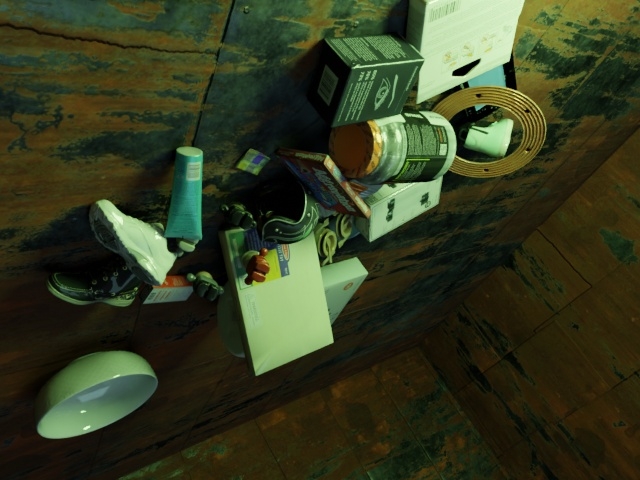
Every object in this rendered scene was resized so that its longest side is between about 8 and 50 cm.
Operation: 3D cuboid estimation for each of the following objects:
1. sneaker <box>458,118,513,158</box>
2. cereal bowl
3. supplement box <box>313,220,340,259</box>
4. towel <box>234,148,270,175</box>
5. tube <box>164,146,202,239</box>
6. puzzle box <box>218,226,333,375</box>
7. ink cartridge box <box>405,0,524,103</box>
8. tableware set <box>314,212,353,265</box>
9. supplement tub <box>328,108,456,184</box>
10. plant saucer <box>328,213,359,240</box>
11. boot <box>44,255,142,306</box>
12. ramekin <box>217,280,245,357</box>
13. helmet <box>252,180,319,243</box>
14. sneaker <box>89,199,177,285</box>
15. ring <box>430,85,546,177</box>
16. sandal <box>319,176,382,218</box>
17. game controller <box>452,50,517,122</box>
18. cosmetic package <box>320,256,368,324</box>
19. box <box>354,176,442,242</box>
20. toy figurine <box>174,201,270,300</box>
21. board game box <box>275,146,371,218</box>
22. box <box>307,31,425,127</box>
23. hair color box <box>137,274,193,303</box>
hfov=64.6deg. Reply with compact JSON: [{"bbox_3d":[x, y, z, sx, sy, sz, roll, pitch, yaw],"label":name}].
[{"bbox_3d":[0.532,-0.352,1.638,0.256,0.151,0.094,-54,160,-56],"label":"sneaker"},{"bbox_3d":[-0.671,0.433,1.501,0.338,0.141,0.339,-27,154,-15],"label":"cereal bowl"},{"bbox_3d":[0.000,0.000,1.608,0.083,0.083,0.056,-42,153,16],"label":"supplement box"},{"bbox_3d":[-0.160,-0.184,1.194,0.060,0.009,0.083,-44,152,18],"label":"towel"},{"bbox_3d":[-0.285,-0.093,1.076,0.080,0.052,0.207,6,118,-13],"label":"tube"},{"bbox_3d":[-0.116,0.138,1.426,0.272,0.409,0.052,-15,-170,-32],"label":"puzzle box"},{"bbox_3d":[0.332,-0.487,1.166,0.296,0.066,0.261,-27,148,-13],"label":"ink cartridge box"},{"bbox_3d":[0.054,-0.018,1.540,0.194,0.039,0.128,-47,135,-43],"label":"tableware set"},{"bbox_3d":[0.185,-0.240,1.291,0.316,0.194,0.194,-8,144,-43],"label":"supplement tub"},{"bbox_3d":[0.106,-0.052,1.698,0.194,0.037,0.195,-27,154,-15],"label":"plant saucer"},{"bbox_3d":[-0.485,0.065,1.167,0.178,0.085,0.236,-45,152,12],"label":"boot"},{"bbox_3d":[-0.204,0.228,1.560,0.135,0.277,0.277,4,135,-41],"label":"ramekin"},{"bbox_3d":[-0.084,-0.071,1.306,0.161,0.169,0.169,-10,148,-14],"label":"helmet"},{"bbox_3d":[-0.401,-0.012,1.101,0.115,0.090,0.232,-60,137,-35],"label":"sneaker"},{"bbox_3d":[0.470,-0.310,1.464,0.336,0.032,0.337,11,143,8],"label":"ring"},{"bbox_3d":[0.057,-0.149,1.449,0.265,0.076,0.102,-26,146,32],"label":"sandal"},{"bbox_3d":[0.461,-0.441,1.415,0.166,0.067,0.319,-39,153,10],"label":"game controller"},{"bbox_3d":[-0.014,0.240,1.994,0.284,0.097,0.377,-16,149,-38],"label":"cosmetic package"},{"bbox_3d":[0.247,-0.135,1.618,0.289,0.087,0.169,-29,143,-17],"label":"box"},{"bbox_3d":[-0.241,0.024,1.234,0.209,0.148,0.213,-23,107,-12],"label":"toy figurine"},{"bbox_3d":[0.015,-0.140,1.281,0.281,0.145,0.027,43,66,-53],"label":"board game box"},{"bbox_3d":[0.097,-0.350,1.098,0.207,0.108,0.153,-18,149,-31],"label":"box"},{"bbox_3d":[-0.420,0.134,1.394,0.141,0.043,0.072,2,136,-52],"label":"hair color box"}]
